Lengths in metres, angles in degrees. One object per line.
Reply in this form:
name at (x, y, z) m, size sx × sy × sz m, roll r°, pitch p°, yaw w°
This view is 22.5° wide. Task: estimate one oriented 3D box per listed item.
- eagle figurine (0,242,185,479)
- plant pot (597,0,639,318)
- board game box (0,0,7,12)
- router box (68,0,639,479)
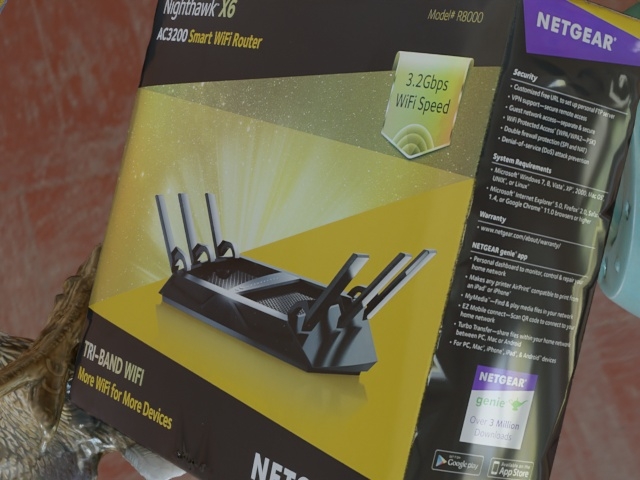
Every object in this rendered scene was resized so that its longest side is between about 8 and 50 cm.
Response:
eagle figurine at (-0.210, 0.134, 1.210) m, size 0.226 × 0.298 × 0.225 m, roll -7°, pitch 58°, yaw -24°
plant pot at (0.301, -0.055, 1.056) m, size 0.235 × 0.293 × 0.293 m, roll -1°, pitch 73°, yaw -1°
board game box at (-0.357, -0.331, 1.289) m, size 0.308 × 0.086 × 0.302 m, roll 21°, pitch 55°, yaw -2°
router box at (0.000, 0.000, 0.757) m, size 0.081 × 0.309 × 0.242 m, roll 12°, pitch 91°, yaw -33°
